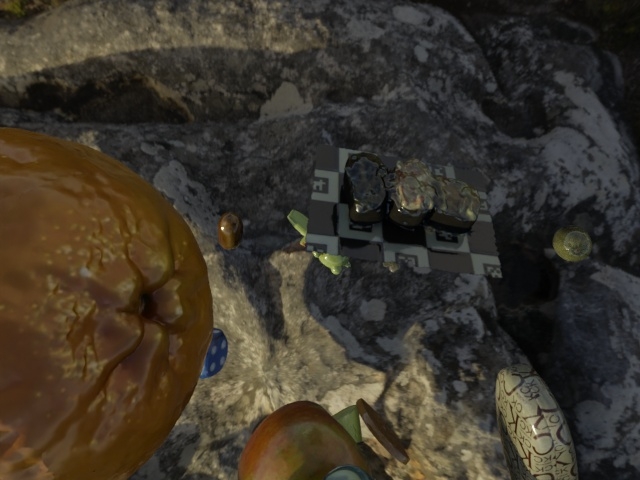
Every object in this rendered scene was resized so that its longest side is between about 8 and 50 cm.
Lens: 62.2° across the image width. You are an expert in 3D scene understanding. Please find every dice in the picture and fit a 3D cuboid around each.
[{"bbox_3d":[-0.410,0.384,1.835,0.143,0.146,0.146,7,100,20],"label":"dice"}]

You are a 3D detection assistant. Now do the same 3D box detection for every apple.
[{"bbox_3d":[-0.046,0.584,1.332,0.339,0.339,0.340,1,76,-6],"label":"apple"}]

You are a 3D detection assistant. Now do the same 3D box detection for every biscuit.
[{"bbox_3d":[0.173,0.547,1.519,0.029,0.142,0.221,-43,68,4],"label":"biscuit"}]

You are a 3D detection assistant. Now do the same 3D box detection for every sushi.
[{"bbox_3d":[0.171,-0.096,1.011,0.373,0.100,0.296,9,50,-4],"label":"sushi"}]

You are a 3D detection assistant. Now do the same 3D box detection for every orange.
[{"bbox_3d":[-0.252,0.072,0.456,0.293,0.340,0.341,-7,74,29],"label":"orange"}]

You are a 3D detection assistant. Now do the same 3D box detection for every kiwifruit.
[{"bbox_3d":[-0.246,-0.026,1.448,0.075,0.124,0.075,4,49,-5],"label":"kiwifruit"}]

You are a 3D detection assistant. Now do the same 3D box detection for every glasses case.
[{"bbox_3d":[0.331,0.330,0.811,0.085,0.355,0.137,-18,36,3],"label":"glasses case"}]

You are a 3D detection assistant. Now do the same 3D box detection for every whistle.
[{"bbox_3d":[0.000,0.000,1.832,0.288,0.106,0.131,40,56,-13],"label":"whistle"}]

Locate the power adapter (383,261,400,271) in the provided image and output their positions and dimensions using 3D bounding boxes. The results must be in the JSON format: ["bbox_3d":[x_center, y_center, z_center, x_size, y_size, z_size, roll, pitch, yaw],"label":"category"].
[{"bbox_3d":[0.145,-0.027,1.230,0.125,0.130,0.205,-17,67,14],"label":"power adapter"}]

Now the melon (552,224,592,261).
[{"bbox_3d":[0.694,0.007,1.462,0.098,0.131,0.098,6,112,14],"label":"melon"}]

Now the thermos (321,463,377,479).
[{"bbox_3d":[0.109,0.585,1.119,0.145,0.182,0.286,-39,125,3],"label":"thermos"}]

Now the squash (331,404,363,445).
[{"bbox_3d":[0.037,0.657,1.843,0.220,0.220,0.133,-7,77,-8],"label":"squash"}]
